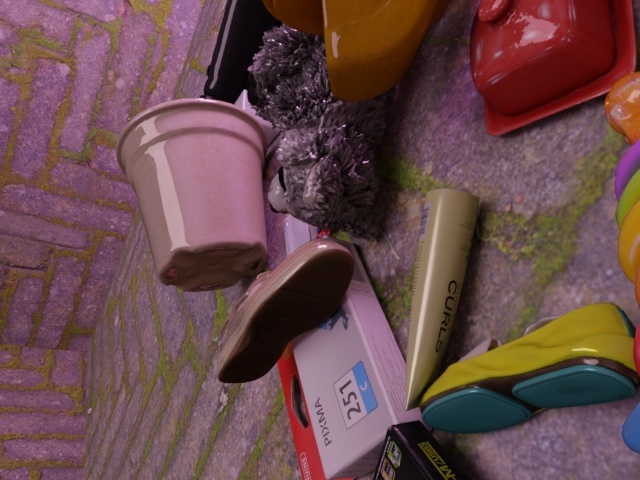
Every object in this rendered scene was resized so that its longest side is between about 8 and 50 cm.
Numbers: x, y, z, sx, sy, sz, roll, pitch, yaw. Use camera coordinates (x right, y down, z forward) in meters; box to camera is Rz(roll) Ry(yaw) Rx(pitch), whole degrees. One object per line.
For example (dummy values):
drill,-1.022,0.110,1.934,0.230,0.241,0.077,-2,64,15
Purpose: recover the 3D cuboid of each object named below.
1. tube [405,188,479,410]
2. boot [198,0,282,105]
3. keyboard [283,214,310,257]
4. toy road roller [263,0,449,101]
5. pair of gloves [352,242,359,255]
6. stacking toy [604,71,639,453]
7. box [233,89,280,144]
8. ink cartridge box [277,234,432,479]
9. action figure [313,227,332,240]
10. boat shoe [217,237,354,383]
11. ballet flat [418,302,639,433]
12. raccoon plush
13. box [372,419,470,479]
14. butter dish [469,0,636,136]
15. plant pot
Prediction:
tube,0.129,0.064,0.502,0.062,0.070,0.240,-13,62,67
boot,-0.239,-0.438,1.118,0.445,0.146,0.367,-62,-1,17
keyboard,-0.036,0.042,0.830,0.072,0.014,0.256,-40,45,36
toy road roller,0.100,-0.289,0.488,0.202,0.330,0.240,-45,-49,-84
pair of gloves,0.034,0.044,0.716,0.083,0.010,0.074,-22,59,54
stacking toy,0.255,-0.025,0.289,0.302,0.166,0.175,-82,-15,-45
box,-0.162,-0.285,1.088,0.102,0.101,0.087,-36,48,48
ink cartridge box,-0.004,0.185,0.646,0.261,0.066,0.296,-51,40,30
action figure,0.000,0.000,0.774,0.038,0.030,0.115,41,107,50
boat shoe,-0.066,0.088,0.624,0.302,0.109,0.098,-52,41,35
ballet flat,0.174,0.117,0.403,0.231,0.077,0.077,-50,13,52
raccoon plush,0.063,-0.218,0.624,0.446,0.216,0.299,-54,45,30
box,0.106,0.306,0.419,0.184,0.045,0.190,-134,52,-58
butter dish,0.207,-0.213,0.455,0.160,0.118,0.160,-15,63,54
plant pot,-0.247,-0.069,0.965,0.334,0.334,0.305,-41,56,42
